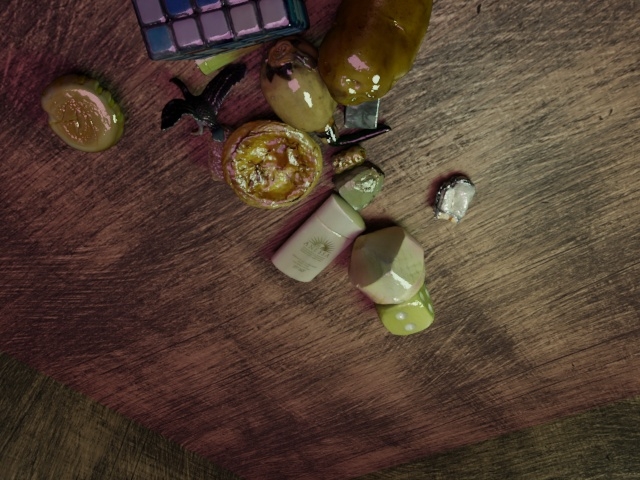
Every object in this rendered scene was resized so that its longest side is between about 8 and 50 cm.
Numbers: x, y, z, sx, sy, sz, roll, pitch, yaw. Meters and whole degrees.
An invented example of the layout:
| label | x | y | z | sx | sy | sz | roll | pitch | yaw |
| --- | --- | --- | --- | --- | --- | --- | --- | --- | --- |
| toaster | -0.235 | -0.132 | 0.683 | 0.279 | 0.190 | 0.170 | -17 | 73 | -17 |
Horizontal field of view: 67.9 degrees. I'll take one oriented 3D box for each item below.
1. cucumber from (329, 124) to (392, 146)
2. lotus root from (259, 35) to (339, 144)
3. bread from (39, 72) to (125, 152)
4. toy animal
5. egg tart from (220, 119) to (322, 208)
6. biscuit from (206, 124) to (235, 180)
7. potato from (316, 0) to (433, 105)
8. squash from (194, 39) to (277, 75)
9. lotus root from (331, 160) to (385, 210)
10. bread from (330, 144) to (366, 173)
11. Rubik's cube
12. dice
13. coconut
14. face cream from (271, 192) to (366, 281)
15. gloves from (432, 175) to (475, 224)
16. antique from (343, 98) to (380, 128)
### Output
| label | x | y | z | sx | sy | sz | roll | pitch | yaw |
| --- | --- | --- | --- | --- | --- | --- | --- | --- | --- |
| cucumber | 0.112 | -0.295 | 1.353 | 0.184 | 0.033 | 0.036 | -14 | 154 | 13 |
| lotus root | -0.034 | -0.364 | 1.200 | 0.183 | 0.182 | 0.310 | -21 | 143 | 18 |
| bread | -0.628 | -0.343 | 1.276 | 0.214 | 0.104 | 0.213 | 0 | 127 | 0 |
| toy animal | -0.333 | -0.346 | 1.243 | 0.197 | 0.272 | 0.160 | 28 | 145 | 30 |
| egg tart | -0.137 | -0.226 | 1.358 | 0.291 | 0.115 | 0.290 | -6 | 129 | -7 |
| biscuit | -0.288 | -0.252 | 1.374 | 0.082 | 0.070 | 0.168 | 4 | 127 | -12 |
| potato | 0.136 | -0.474 | 1.064 | 0.196 | 0.176 | 0.369 | 32 | 96 | 10 |
| squash | -0.204 | -0.481 | 1.170 | 0.224 | 0.094 | 0.094 | -15 | 129 | 6 |
| lotus root | 0.124 | -0.166 | 1.438 | 0.143 | 0.070 | 0.144 | 35 | 122 | -27 |
| bread | 0.082 | -0.237 | 1.385 | 0.110 | 0.060 | 0.066 | -21 | 142 | 19 |
| Rubik's cube | -0.201 | -0.532 | 0.940 | 0.293 | 0.287 | 0.291 | -12 | 110 | 10 |
| dice | 0.298 | 0.225 | 1.710 | 0.169 | 0.166 | 0.169 | -25 | 126 | 21 |
| coconut | 0.205 | 0.076 | 1.540 | 0.259 | 0.259 | 0.259 | 0 | 131 | 1 |
| face cream | 0.000 | 0.000 | 1.577 | 0.174 | 0.081 | 0.348 | 31 | 125 | -23 |
| gloves | 0.407 | -0.129 | 1.468 | 0.114 | 0.070 | 0.153 | 14 | 123 | -1 |
| antique | 0.109 | -0.392 | 1.233 | 0.088 | 0.086 | 0.183 | 2 | 131 | -2 |
